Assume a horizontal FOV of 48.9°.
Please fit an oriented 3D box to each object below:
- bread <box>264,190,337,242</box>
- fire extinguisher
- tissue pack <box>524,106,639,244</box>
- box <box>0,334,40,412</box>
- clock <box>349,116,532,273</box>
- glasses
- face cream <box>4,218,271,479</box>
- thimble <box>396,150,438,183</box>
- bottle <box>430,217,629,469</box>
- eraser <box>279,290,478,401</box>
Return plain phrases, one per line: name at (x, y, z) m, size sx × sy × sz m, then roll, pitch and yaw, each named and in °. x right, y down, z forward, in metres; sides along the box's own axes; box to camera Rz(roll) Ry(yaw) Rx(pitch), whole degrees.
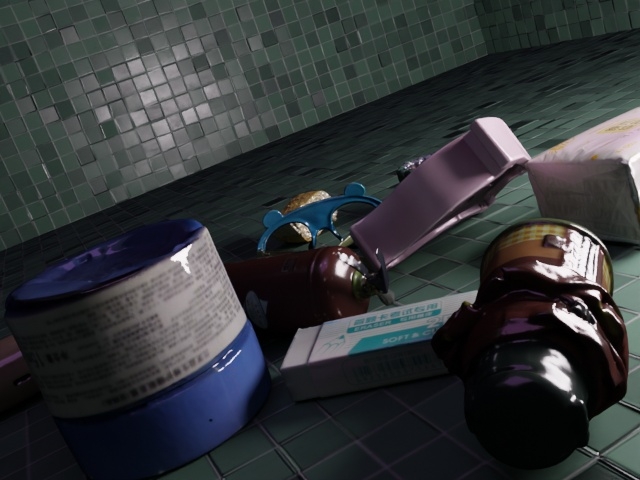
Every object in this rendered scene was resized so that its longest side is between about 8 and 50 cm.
bread at (-0.034, -0.041, 1.398) m, size 0.125 × 0.082 × 0.106 m, roll -44°, pitch 17°, yaw -34°
fire extinguisher at (-0.046, 0.069, 0.946) m, size 0.337 × 0.135 × 0.114 m, roll -9°, pitch 54°, yaw 31°
tissue pack at (0.429, -0.097, 0.942) m, size 0.225 × 0.124 × 0.185 m, roll -25°, pitch 14°, yaw -19°
box at (-0.480, 0.201, 1.093) m, size 0.200 × 0.088 × 0.146 m, roll -28°, pitch 17°, yaw -32°
clock at (0.192, -0.066, 1.075) m, size 0.275 × 0.080 × 0.290 m, roll -40°, pitch -13°, yaw 22°
glasses at (0.011, 0.026, 1.160) m, size 0.239 × 0.102 × 0.207 m, roll -17°, pitch 44°, yaw 6°
face cream at (-0.207, 0.113, 0.820) m, size 0.249 × 0.225 × 0.249 m, roll -17°, pitch 16°, yaw 5°
thimble at (0.217, -0.115, 1.317) m, size 0.135 × 0.090 × 0.118 m, roll -14°, pitch 16°, yaw 23°
bottle at (0.183, 0.080, 0.613) m, size 0.156 × 0.143 × 0.271 m, roll -2°, pitch 22°, yaw 23°
eraser at (0.074, 0.118, 0.782) m, size 0.225 × 0.052 × 0.095 m, roll -15°, pitch 18°, yaw 17°
